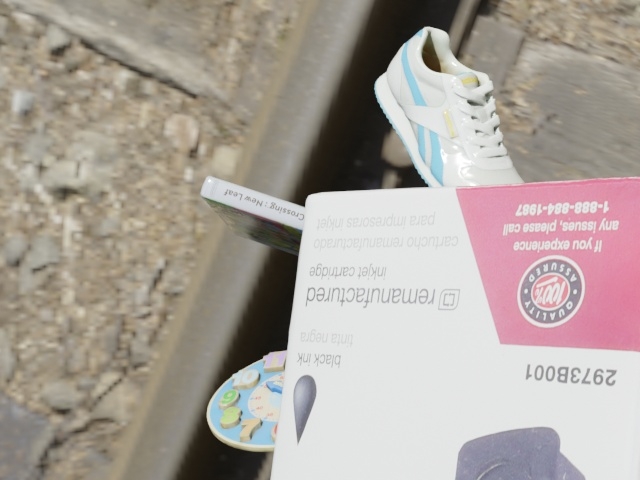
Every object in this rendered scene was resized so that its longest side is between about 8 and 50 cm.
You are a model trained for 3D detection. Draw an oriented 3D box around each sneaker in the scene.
[{"bbox_3d":[0.139,-0.113,1.693,0.228,0.087,0.092,55,132,26],"label":"sneaker"}]

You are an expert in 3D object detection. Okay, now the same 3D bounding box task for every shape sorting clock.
[{"bbox_3d":[-0.029,0.174,1.915,0.206,0.206,0.040,-1,115,29],"label":"shape sorting clock"}]

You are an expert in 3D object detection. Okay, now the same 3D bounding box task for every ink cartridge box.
[{"bbox_3d":[0.069,0.105,0.577,0.172,0.100,0.237,-1,79,50],"label":"ink cartridge box"}]

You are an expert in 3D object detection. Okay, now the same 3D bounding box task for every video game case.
[{"bbox_3d":[0.000,0.000,1.512,0.193,0.212,0.023,18,83,8],"label":"video game case"}]
